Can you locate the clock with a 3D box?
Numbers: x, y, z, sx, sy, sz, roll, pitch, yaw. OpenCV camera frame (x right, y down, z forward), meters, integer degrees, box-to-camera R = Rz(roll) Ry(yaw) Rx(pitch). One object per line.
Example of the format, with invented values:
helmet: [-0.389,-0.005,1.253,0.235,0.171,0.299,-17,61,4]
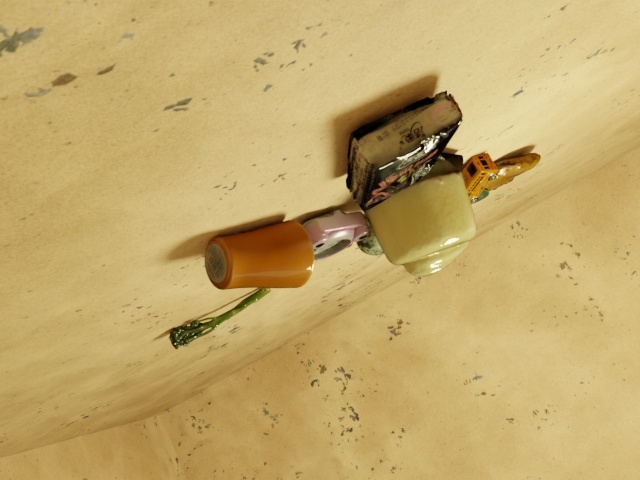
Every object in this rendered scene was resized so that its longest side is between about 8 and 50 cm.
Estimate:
clock: [0.000,0.000,1.862,0.228,0.090,0.248,-10,162,-38]

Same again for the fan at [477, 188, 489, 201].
fan: [0.479,-0.155,2.320,0.294,0.012,0.223,6,157,-41]

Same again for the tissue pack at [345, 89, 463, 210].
tissue pack: [0.182,-0.204,1.454,0.245,0.123,0.332,-32,170,-7]

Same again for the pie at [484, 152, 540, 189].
pie: [0.681,-0.250,2.315,0.274,0.069,0.273,-21,171,-4]

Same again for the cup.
cup: [-0.168,0.044,1.633,0.264,0.182,0.226,-6,-173,-40]

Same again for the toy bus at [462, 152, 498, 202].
toy bus: [0.502,-0.199,2.095,0.088,0.083,0.194,-10,150,-26]

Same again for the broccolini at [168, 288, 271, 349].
broccolini: [-0.357,0.254,2.224,0.392,0.078,0.074,-33,156,-9]

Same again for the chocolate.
chocolate: [0.315,-0.064,1.844,0.326,0.297,0.314,-35,169,26]

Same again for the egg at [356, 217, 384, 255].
egg: [0.195,-0.027,2.070,0.172,0.132,0.132,-40,165,2]
